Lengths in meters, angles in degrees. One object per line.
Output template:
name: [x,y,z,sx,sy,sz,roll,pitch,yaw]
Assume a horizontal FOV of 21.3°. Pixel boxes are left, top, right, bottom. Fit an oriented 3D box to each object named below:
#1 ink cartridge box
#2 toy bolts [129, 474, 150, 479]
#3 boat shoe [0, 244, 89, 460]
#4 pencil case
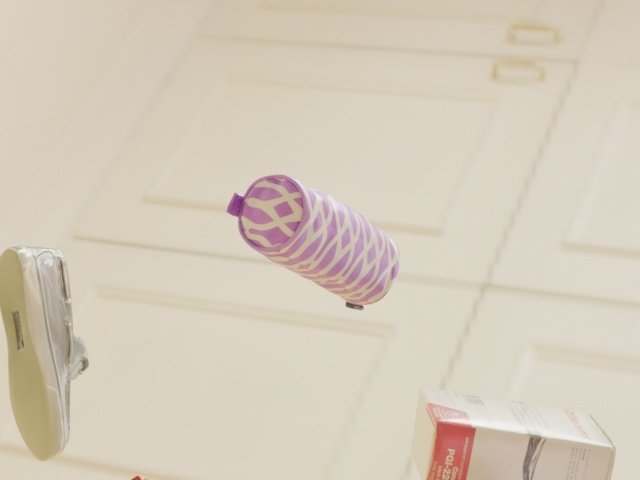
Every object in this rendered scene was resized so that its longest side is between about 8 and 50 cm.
ink cartridge box: [0.228,0.251,2.044,0.158,0.218,0.092,-107,25,-79]
toy bolts: [-0.208,0.371,1.673,0.218,0.158,0.228,-20,-105,-43]
boat shoe: [-0.281,0.115,1.793,0.081,0.079,0.227,-5,-97,-39]
pencil case: [0.000,0.000,1.684,0.206,0.088,0.086,33,-98,-55]
